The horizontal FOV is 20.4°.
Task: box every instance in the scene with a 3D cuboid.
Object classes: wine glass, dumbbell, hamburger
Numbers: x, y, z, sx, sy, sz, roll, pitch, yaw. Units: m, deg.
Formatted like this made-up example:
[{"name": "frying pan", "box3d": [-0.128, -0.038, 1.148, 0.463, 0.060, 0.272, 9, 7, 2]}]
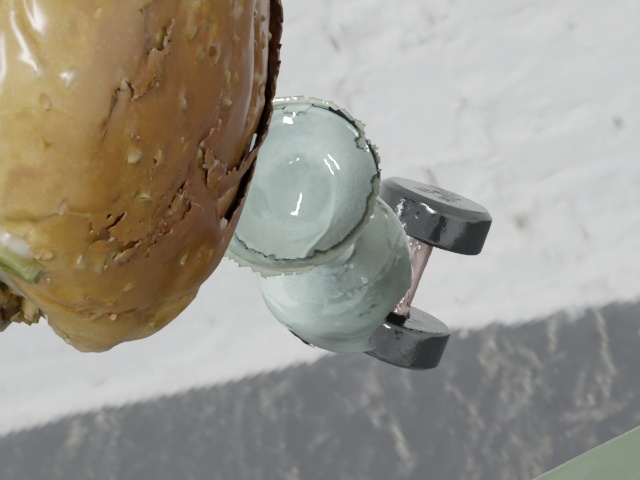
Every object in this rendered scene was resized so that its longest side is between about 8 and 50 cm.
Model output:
[{"name": "wine glass", "box3d": [0.000, 0.000, 1.428, 0.143, 0.321, 0.143, -3, 74, 10]}, {"name": "dumbbell", "box3d": [0.116, 0.042, 2.281, 0.152, 0.152, 0.218, 34, 108, 54]}, {"name": "hamburger", "box3d": [-0.137, -0.080, 0.769, 0.211, 0.261, 0.245, 8, 8, 10]}]

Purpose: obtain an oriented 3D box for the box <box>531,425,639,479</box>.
[{"name": "box", "box3d": [0.280, 0.284, 1.492, 0.328, 0.253, 0.178, -33, 21, 32]}]
